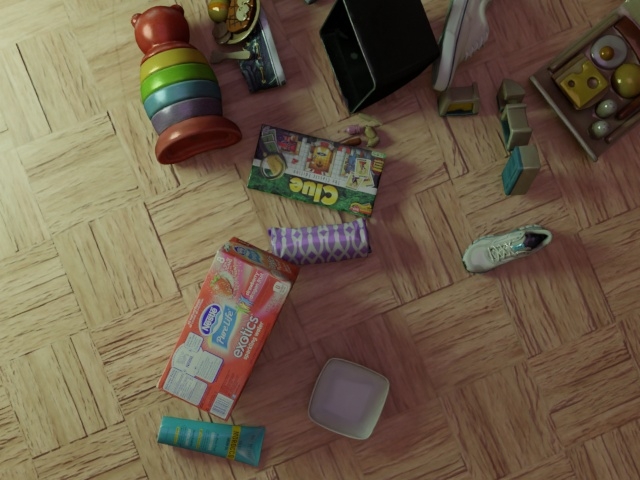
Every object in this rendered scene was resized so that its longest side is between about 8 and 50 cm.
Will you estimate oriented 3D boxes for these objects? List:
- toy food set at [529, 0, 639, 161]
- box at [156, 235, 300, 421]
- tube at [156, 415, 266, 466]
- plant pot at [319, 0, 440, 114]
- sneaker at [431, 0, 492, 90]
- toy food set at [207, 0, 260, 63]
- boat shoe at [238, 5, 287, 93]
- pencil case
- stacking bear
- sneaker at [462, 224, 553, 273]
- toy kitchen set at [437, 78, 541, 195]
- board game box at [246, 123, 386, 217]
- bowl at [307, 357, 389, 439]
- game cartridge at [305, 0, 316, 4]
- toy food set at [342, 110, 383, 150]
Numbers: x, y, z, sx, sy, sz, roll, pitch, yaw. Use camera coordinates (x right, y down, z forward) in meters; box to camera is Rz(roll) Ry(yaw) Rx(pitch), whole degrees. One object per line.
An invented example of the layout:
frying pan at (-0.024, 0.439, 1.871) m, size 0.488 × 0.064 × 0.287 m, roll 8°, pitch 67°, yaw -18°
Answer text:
toy food set at (0.604, -0.336, 1.525) m, size 0.306 × 0.092 × 0.219 m, roll -38°, pitch 89°, yaw -3°
box at (-0.172, 0.163, 1.426) m, size 0.154 × 0.142 × 0.299 m, roll 25°, pitch 102°, yaw 0°
tube at (-0.218, 0.394, 1.498) m, size 0.207 × 0.052 × 0.080 m, roll 12°, pitch 97°, yaw -7°
plant pot at (0.122, -0.381, 1.482) m, size 0.167 × 0.188 × 0.187 m, roll -19°, pitch 88°, yaw -15°
sneaker at (0.289, -0.407, 1.500) m, size 0.091 × 0.094 × 0.258 m, roll 18°, pitch 72°, yaw -1°
toy food set at (-0.177, -0.457, 1.509) m, size 0.133 × 0.039 × 0.191 m, roll 7°, pitch 87°, yaw 37°
boat shoe at (-0.134, -0.393, 1.524) m, size 0.083 × 0.065 × 0.183 m, roll -18°, pitch 87°, yaw 0°
pencil case at (0.000, 0.000, 1.502) m, size 0.206 × 0.086 × 0.088 m, roll -6°, pitch 54°, yaw -4°
stacking bear at (-0.284, -0.321, 1.478) m, size 0.176 × 0.164 × 0.288 m, roll -18°, pitch 83°, yaw -2°
sneaker at (0.377, 0.013, 1.510) m, size 0.191 × 0.083 × 0.071 m, roll -22°, pitch 90°, yaw -1°
toy kitchen set at (0.331, -0.204, 1.520) m, size 0.166 × 0.122 × 0.207 m, roll -4°, pitch 67°, yaw -1°
board game box at (-0.008, -0.140, 1.525) m, size 0.260 × 0.030 × 0.136 m, roll 13°, pitch 95°, yaw 1°
bowl at (0.054, 0.313, 1.502) m, size 0.142 × 0.053 × 0.141 m, roll 22°, pitch 87°, yaw -1°
game cartridge at (0.030, -0.650, 1.547) m, size 0.297 × 0.062 × 0.198 m, roll -38°, pitch 85°, yaw -3°
toy food set at (0.077, -0.198, 1.545) m, size 0.078 × 0.019 × 0.122 m, roll 28°, pitch 95°, yaw 0°
